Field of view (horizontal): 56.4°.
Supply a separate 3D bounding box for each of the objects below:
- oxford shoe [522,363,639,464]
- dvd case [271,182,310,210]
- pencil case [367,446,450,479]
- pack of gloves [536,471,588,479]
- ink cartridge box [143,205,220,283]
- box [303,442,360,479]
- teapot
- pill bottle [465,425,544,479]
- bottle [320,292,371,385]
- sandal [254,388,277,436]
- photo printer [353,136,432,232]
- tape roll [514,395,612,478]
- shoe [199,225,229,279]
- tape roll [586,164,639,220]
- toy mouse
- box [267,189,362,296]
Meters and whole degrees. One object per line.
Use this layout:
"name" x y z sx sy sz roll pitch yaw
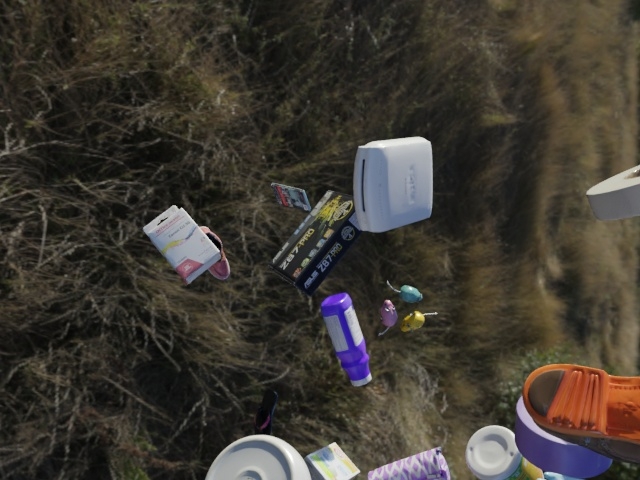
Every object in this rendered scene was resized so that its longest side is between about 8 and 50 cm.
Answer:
"oxford shoe" 0.487 0.266 0.856 0.130 0.364 0.132 -64 143 -24
"dvd case" -0.092 -0.136 1.865 0.013 0.119 0.087 -56 146 -29
"pencil case" 0.215 0.576 1.452 0.086 0.206 0.088 61 14 -13
"pack of gloves" 0.485 0.487 1.007 0.195 0.232 0.046 -76 176 -52
"ink cartridge box" -0.368 0.000 1.561 0.115 0.198 0.067 -40 170 -16
"box" 0.007 0.644 1.629 0.103 0.114 0.203 -50 157 10
"teapot" -0.115 0.557 1.294 0.252 0.256 0.187 -43 139 -11
"pill bottle" 0.470 0.577 1.480 0.245 0.136 0.136 50 51 -32
"bottle" 0.085 0.309 1.850 0.118 0.092 0.283 -46 119 -70
"sandal" -0.187 0.578 1.964 0.040 0.067 0.179 5 98 -60
"photo printer" 0.206 -0.161 1.709 0.307 0.107 0.256 -15 107 -49
"tape roll" 0.492 0.382 1.206 0.189 0.189 0.080 -35 128 -52
"shoe" -0.310 0.045 1.746 0.063 0.081 0.178 -28 111 -16
"tape roll" 0.815 -0.149 1.367 0.392 0.392 0.072 -24 92 -56
"toy mouse" 0.193 0.158 1.413 0.161 0.031 0.143 -29 107 -12
"box" 0.000 0.000 2.233 0.097 0.318 0.395 41 84 -22
